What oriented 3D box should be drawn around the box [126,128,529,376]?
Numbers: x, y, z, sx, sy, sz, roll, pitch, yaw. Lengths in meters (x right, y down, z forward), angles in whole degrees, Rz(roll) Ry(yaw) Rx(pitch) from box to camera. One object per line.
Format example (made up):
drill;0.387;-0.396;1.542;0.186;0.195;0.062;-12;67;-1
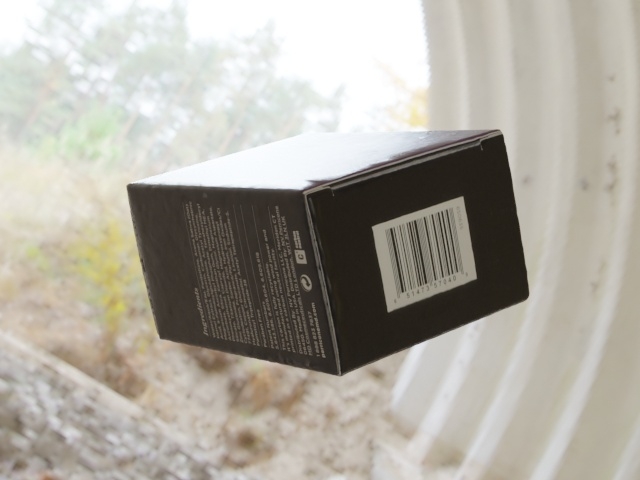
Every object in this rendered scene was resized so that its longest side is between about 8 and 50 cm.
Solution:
box;0.000;0.000;0.915;0.153;0.108;0.207;-19;14;-35
